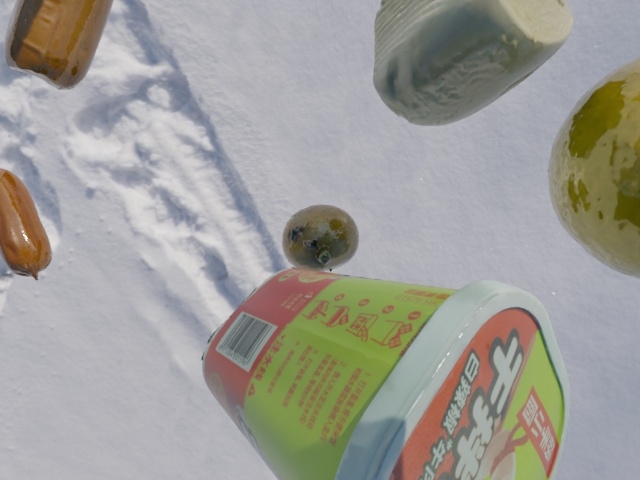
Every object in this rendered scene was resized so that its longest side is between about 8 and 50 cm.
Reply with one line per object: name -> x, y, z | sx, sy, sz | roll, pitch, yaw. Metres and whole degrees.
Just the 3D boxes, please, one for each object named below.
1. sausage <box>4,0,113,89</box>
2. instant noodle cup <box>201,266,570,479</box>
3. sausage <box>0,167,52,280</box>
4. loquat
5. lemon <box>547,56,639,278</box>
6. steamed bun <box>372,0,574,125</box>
sausage -> -0.364, -0.408, 0.658 | 0.115, 0.134, 0.354 | 20, 92, -27
instant noodle cup -> 0.042, 0.163, 0.462 | 0.293, 0.307, 0.294 | -7, 101, -37
sausage -> -0.417, -0.029, 0.597 | 0.054, 0.062, 0.183 | -41, 72, 54
loquat -> 0.000, 0.000, 0.957 | 0.171, 0.204, 0.150 | -6, 108, 0
lemon -> 0.488, -0.096, 0.591 | 0.347, 0.348, 0.349 | 1, 107, 5
steamed bun -> 0.249, -0.325, 0.705 | 0.272, 0.290, 0.274 | 19, 69, -19
